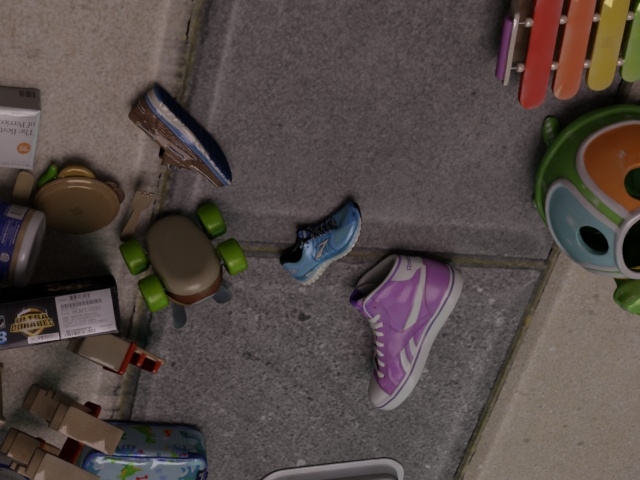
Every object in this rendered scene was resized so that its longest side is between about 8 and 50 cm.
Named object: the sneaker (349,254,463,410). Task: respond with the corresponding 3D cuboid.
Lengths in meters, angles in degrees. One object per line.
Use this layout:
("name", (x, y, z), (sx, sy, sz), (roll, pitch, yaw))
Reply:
("sneaker", (0.102, 0.143, 2.054), (0.161, 0.102, 0.282), (14, 112, -21))

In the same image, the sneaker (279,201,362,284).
("sneaker", (0.000, 0.000, 1.928), (0.073, 0.063, 0.162), (31, 114, -30))

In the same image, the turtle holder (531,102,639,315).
("turtle holder", (0.449, -0.036, 1.916), (0.243, 0.227, 0.320), (5, 126, -20))

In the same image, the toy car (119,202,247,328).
("toy car", (-0.192, 0.064, 1.885), (0.155, 0.149, 0.188), (-25, 144, -11))

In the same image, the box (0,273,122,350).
("box", (-0.428, 0.104, 1.754), (0.293, 0.295, 0.073), (-6, 93, -9))

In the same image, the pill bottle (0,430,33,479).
("pill bottle", (-0.527, 0.432, 1.986), (0.152, 0.272, 0.152), (-8, 129, -10))

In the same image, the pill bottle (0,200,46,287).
("pill bottle", (-0.482, -0.010, 1.731), (0.186, 0.112, 0.112), (15, 124, -4))

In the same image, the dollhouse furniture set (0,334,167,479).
("dollhouse furniture set", (-0.357, 0.268, 1.927), (0.135, 0.262, 0.259), (30, 78, -22))

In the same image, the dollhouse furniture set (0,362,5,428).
("dollhouse furniture set", (-0.593, 0.246, 1.913), (0.183, 0.129, 0.129), (23, 118, -31))

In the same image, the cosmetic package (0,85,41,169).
("cosmetic package", (-0.496, -0.156, 1.666), (0.239, 0.060, 0.099), (4, 127, -18))

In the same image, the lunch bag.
("lunch bag", (-0.306, 0.397, 2.143), (0.218, 0.090, 0.176), (6, 128, -19))

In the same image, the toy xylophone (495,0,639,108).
("toy xylophone", (0.393, -0.317, 1.773), (0.322, 0.081, 0.236), (-11, 129, -7))

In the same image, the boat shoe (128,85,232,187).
("boat shoe", (-0.196, -0.136, 1.770), (0.066, 0.066, 0.183), (-32, 119, 16))

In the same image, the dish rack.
("dish rack", (0.016, 0.556, 2.371), (0.285, 0.072, 0.333), (-4, 127, -12))

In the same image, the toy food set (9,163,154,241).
("toy food set", (-0.347, -0.059, 1.801), (0.192, 0.039, 0.132), (10, 138, -23))
